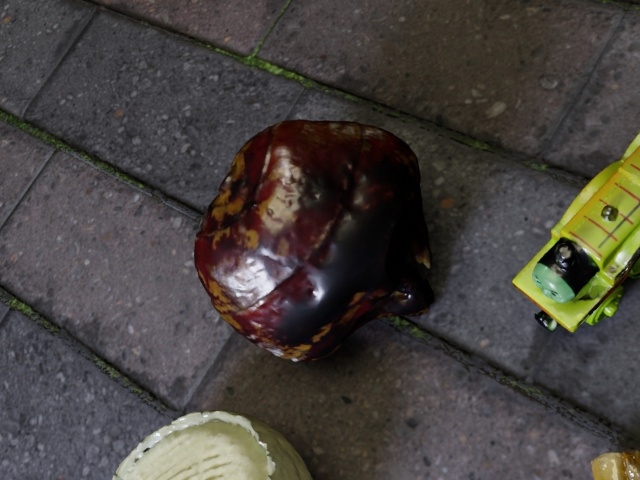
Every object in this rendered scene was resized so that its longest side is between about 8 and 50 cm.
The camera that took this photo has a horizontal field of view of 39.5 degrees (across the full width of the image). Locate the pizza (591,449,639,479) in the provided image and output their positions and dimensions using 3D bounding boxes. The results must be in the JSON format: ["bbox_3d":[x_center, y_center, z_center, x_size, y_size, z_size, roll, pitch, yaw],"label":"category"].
[{"bbox_3d":[0.367,0.239,0.840,0.193,0.069,0.154,-30,56,10],"label":"pizza"}]

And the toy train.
[{"bbox_3d":[0.328,-0.029,0.944,0.296,0.160,0.100,-47,62,-2],"label":"toy train"}]

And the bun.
[{"bbox_3d":[-0.113,0.317,0.986,0.259,0.152,0.259,-19,47,22],"label":"bun"}]

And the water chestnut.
[{"bbox_3d":[0.000,0.000,1.032,0.244,0.289,0.289,23,77,28],"label":"water chestnut"}]
